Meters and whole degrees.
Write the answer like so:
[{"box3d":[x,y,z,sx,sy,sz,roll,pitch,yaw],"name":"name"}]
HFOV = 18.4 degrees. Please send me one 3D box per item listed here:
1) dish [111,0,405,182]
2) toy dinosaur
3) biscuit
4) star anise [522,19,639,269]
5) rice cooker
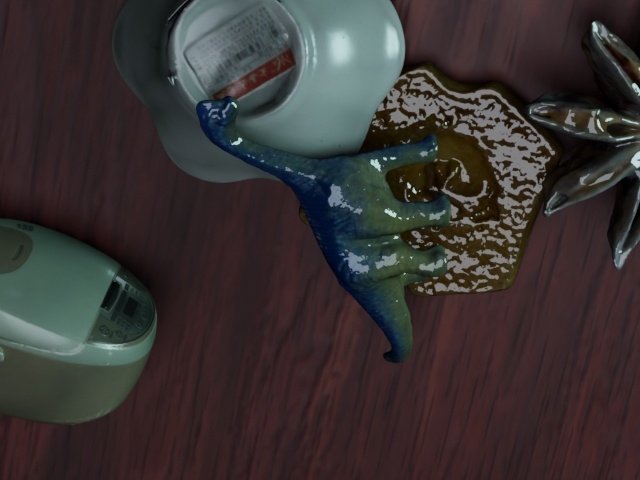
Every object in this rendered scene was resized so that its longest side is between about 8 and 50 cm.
[{"box3d":[-0.055,-0.141,1.472,0.229,0.081,0.229,2,102,11],"name":"dish"},{"box3d":[0.000,0.000,1.483,0.188,0.075,0.248,-2,123,-8],"name":"toy dinosaur"},{"box3d":[0.069,-0.053,1.538,0.215,0.034,0.182,19,109,0],"name":"biscuit"},{"box3d":[0.257,-0.073,1.487,0.209,0.089,0.231,-18,108,-2],"name":"star anise"},{"box3d":[-0.232,0.064,1.546,0.206,0.145,0.127,13,120,2],"name":"rice cooker"}]
